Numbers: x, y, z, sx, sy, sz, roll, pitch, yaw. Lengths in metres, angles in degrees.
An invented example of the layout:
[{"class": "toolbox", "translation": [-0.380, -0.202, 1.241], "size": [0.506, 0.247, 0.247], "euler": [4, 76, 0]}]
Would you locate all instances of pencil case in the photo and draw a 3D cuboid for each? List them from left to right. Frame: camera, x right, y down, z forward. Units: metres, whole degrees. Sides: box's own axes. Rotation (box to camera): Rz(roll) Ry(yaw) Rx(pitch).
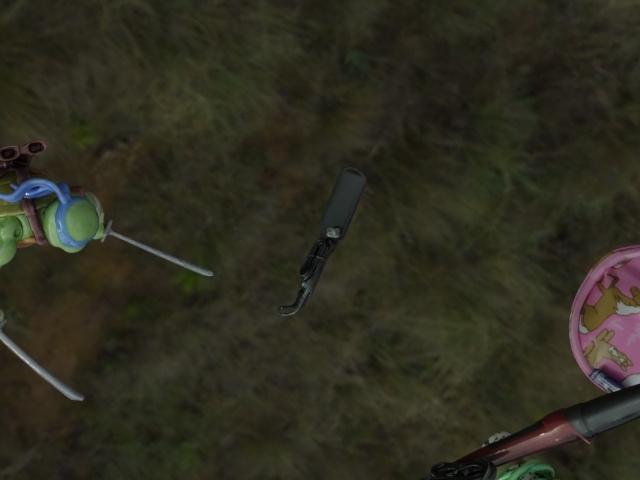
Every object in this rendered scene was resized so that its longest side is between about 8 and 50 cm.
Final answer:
[{"class": "pencil case", "translation": [0.388, 0.131, 1.473], "size": [0.386, 0.160, 0.167], "euler": [34, 64, -60]}]

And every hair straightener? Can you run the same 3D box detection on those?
[{"class": "hair straightener", "translation": [0.000, 0.000, 1.890], "size": [0.230, 0.047, 0.089], "euler": [-61, 174, -12]}]

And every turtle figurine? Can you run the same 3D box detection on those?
[{"class": "turtle figurine", "translation": [-0.308, 0.019, 1.389], "size": [0.198, 0.266, 0.275], "euler": [-62, 143, -17]}]

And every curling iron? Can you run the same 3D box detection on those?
[{"class": "curling iron", "translation": [0.206, 0.161, 1.128], "size": [0.274, 0.068, 0.035], "euler": [-26, 118, 15]}]

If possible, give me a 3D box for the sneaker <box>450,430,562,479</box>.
[{"class": "sneaker", "translation": [0.228, 0.306, 1.541], "size": [0.158, 0.410, 0.182], "euler": [-22, 87, -21]}]
